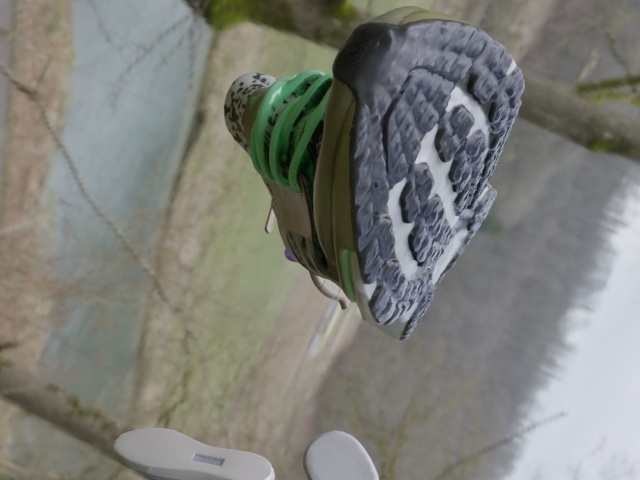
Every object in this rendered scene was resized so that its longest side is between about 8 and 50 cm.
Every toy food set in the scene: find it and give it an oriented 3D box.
[{"bbox_3d":[0.000,0.000,1.130,0.019,0.122,0.078,-15,-133,37],"label":"toy food set"}]

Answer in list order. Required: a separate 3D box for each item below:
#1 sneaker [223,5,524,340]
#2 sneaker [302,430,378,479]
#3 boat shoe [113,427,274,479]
[{"bbox_3d":[0.005,-0.045,0.775,0.158,0.182,0.410,-58,170,-11],"label":"sneaker"},{"bbox_3d":[0.048,0.275,1.118,0.094,0.080,0.212,88,-18,-70],"label":"sneaker"},{"bbox_3d":[-0.137,0.253,1.355,0.066,0.184,0.063,-66,160,-58],"label":"boat shoe"}]
